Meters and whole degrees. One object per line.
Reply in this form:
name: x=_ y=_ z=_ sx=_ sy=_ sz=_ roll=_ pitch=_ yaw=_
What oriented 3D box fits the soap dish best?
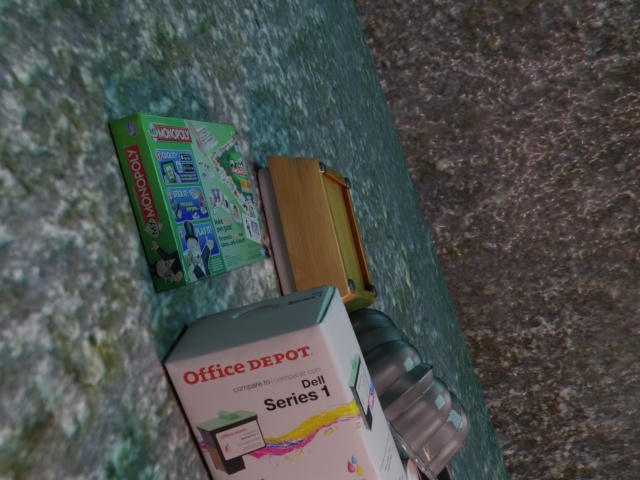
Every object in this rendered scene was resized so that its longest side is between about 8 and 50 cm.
soap dish: x=0.000 y=0.000 z=1.583 sx=0.229 sy=0.118 sz=0.290 roll=23 pitch=52 yaw=-71

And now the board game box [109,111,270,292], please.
board game box: x=-0.163 y=-0.057 z=1.206 sx=0.317 sy=0.046 sz=0.213 roll=-16 pitch=90 yaw=-74

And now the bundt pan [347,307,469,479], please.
bundt pan: x=0.137 y=0.250 z=1.545 sx=0.330 sy=0.124 sz=0.331 roll=51 pitch=-1 yaw=1

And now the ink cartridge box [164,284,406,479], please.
ink cartridge box: x=-0.037 y=0.218 z=1.079 sx=0.117 sy=0.202 sz=0.278 roll=-62 pitch=134 yaw=-69

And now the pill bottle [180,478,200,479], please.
pill bottle: x=-0.136 y=0.313 z=0.863 sx=0.152 sy=0.086 sz=0.086 roll=-78 pitch=149 yaw=-58

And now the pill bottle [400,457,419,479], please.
pill bottle: x=0.087 y=0.399 z=1.457 sx=0.078 sy=0.137 sz=0.078 roll=-15 pitch=90 yaw=-75

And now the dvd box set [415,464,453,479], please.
dvd box set: x=0.262 y=0.568 z=1.817 sx=0.420 sy=0.062 sz=0.307 roll=68 pitch=3 yaw=-64
